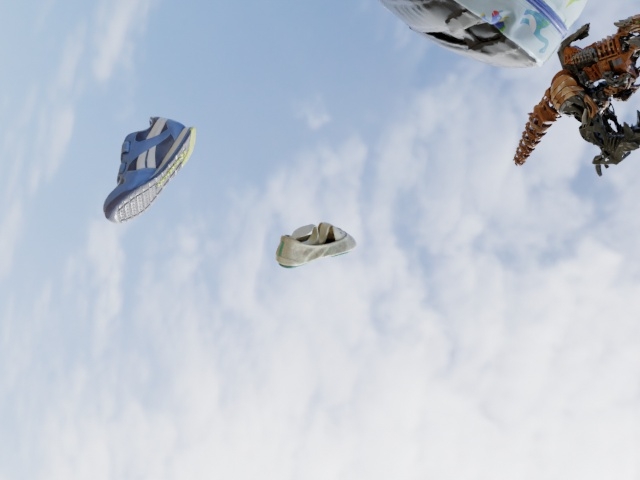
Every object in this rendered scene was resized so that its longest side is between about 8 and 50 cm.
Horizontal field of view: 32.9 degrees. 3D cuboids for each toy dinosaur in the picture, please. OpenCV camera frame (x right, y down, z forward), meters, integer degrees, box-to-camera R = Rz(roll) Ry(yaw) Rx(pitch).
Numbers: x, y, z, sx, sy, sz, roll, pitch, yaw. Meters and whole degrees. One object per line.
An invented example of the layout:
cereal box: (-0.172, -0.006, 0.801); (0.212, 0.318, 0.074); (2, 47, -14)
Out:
toy dinosaur: (0.461, -0.237, 1.830); (0.218, 0.164, 0.322); (50, -38, 4)

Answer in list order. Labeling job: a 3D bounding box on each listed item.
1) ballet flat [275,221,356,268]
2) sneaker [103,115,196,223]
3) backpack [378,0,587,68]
ballet flat: (0.000, 0.000, 1.550); (0.057, 0.168, 0.052); (18, -69, 32)
sneaker: (-0.191, -0.076, 1.146); (0.144, 0.059, 0.053); (-54, 170, -33)
backpack: (0.198, -0.349, 1.390); (0.273, 0.290, 0.355); (-46, -157, 18)
